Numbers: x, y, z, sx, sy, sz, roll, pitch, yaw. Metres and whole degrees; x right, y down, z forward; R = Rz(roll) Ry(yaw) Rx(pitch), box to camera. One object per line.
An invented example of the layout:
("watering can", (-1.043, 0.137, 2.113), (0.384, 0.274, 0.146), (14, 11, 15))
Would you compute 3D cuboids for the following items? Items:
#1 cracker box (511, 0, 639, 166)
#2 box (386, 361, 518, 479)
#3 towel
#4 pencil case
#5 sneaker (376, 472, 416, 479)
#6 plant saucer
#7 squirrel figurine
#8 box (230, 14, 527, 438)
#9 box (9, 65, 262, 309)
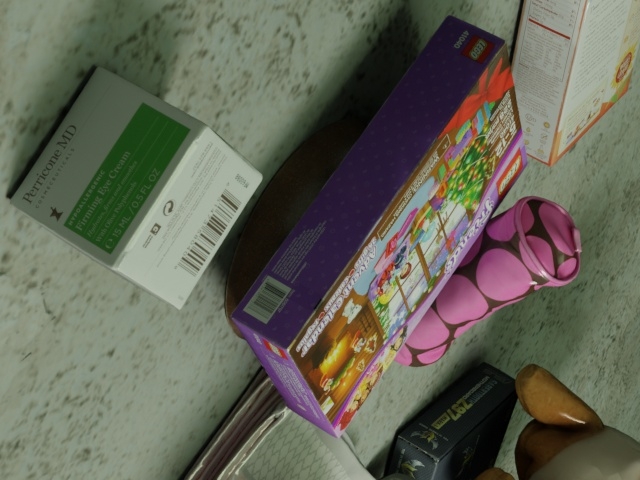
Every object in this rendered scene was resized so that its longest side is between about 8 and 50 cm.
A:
("cracker box", (0.244, -0.204, 1.501), (0.156, 0.067, 0.232), (-41, 151, -38))
("box", (0.134, 0.273, 1.836), (0.183, 0.059, 0.232), (-32, 145, -46))
("towel", (-0.074, 0.290, 1.453), (0.317, 0.053, 0.332), (-54, 155, -13))
("pencil case", (0.141, 0.037, 1.438), (0.098, 0.095, 0.209), (14, 149, -34))
("sneaker", (0.027, 0.363, 1.718), (0.267, 0.101, 0.106), (-61, 178, -1))
("plant saucer", (0.000, 0.000, 1.288), (0.198, 0.036, 0.198), (-43, 151, -32))
("squirrel figurine", (0.248, 0.393, 1.806), (0.370, 0.281, 0.397), (-50, 154, -8))
("box", (0.057, -0.006, 1.275), (0.293, 0.057, 0.201), (-54, 157, -14))
("box", (-0.108, -0.030, 0.972), (0.101, 0.087, 0.102), (-58, 156, -5))
